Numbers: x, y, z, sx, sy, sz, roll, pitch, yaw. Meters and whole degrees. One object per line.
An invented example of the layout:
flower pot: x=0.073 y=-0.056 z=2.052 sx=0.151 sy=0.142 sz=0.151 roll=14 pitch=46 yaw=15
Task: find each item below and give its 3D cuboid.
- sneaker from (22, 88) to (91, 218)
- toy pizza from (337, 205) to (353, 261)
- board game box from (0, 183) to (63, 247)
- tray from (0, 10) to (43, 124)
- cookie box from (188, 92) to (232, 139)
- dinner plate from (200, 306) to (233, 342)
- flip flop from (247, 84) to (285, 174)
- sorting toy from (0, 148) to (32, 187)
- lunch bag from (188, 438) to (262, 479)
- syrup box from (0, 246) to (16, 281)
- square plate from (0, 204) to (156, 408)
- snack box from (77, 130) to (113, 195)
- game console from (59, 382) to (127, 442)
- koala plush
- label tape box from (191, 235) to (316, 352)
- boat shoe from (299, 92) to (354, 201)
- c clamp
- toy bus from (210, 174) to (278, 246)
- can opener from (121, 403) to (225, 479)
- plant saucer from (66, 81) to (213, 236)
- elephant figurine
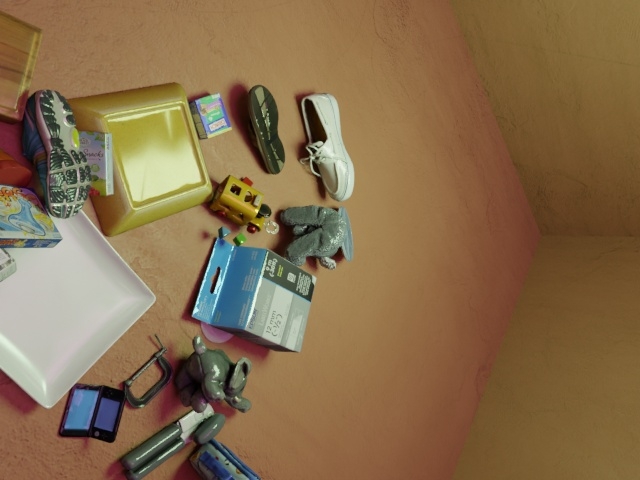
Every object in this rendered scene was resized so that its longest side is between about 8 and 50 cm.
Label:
sneaker: x=-0.575 y=-0.180 z=1.100 sx=0.107 sy=0.110 sz=0.275 roll=-12 pitch=93 yaw=-64
toy pizza: x=0.079 y=-0.022 z=1.803 sx=0.201 sy=0.032 sz=0.201 roll=-8 pitch=90 yaw=-76
board game box: x=-0.611 y=-0.049 z=0.982 sx=0.136 sy=0.035 sz=0.201 roll=55 pitch=12 yaw=9
tray: x=-0.755 y=-0.384 z=0.934 sx=0.411 sy=0.076 sz=0.202 roll=17 pitch=80 yaw=-46
cookie box: x=-0.308 y=-0.346 z=1.426 sx=0.092 sy=0.040 sz=0.107 roll=-35 pitch=116 yaw=-41
dinner plate: x=-0.285 y=0.229 z=1.487 sx=0.141 sy=0.017 sz=0.141 roll=0 pitch=90 yaw=-47
flip flop: x=-0.175 y=-0.329 z=1.548 sx=0.112 sy=0.080 sz=0.277 roll=-49 pitch=139 yaw=-39
sorting toy: x=-0.752 y=-0.124 z=0.949 sx=0.366 sy=0.127 sz=0.126 roll=-23 pitch=78 yaw=-41
lunch bag: x=-0.216 y=0.662 z=1.365 sx=0.115 sy=0.303 sz=0.243 roll=-42 pitch=121 yaw=-27
syrup box: x=-0.693 y=0.084 z=0.932 sx=0.093 sy=0.096 sz=0.237 roll=50 pitch=58 yaw=-7
square plate: x=-0.593 y=0.131 z=1.137 sx=0.344 sy=0.049 sz=0.347 roll=-51 pitch=125 yaw=-33
snack box: x=-0.524 y=-0.174 z=1.153 sx=0.037 sy=0.100 sz=0.141 roll=-79 pitch=172 yaw=-80
game console: x=-0.530 y=0.406 z=1.198 sx=0.071 sy=0.107 sz=0.122 roll=42 pitch=59 yaw=-71
koala plush: x=0.000 y=0.000 z=1.671 sx=0.221 sy=0.203 sz=0.196 roll=57 pitch=23 yaw=-65
label tape box: x=-0.180 y=0.164 z=1.510 sx=0.348 sy=0.115 sz=0.249 roll=35 pitch=60 yaw=-43
boat shoe: x=0.003 y=-0.302 z=1.686 sx=0.156 sy=0.136 sz=0.367 roll=-17 pitch=101 yaw=-45
c clamp: x=-0.447 y=0.344 z=1.320 sx=0.160 sy=0.022 sz=0.137 roll=-51 pitch=130 yaw=-34
toy bus: x=-0.207 y=-0.099 z=1.457 sx=0.202 sy=0.104 sz=0.191 roll=-21 pitch=84 yaw=-39
can opener: x=-0.374 y=0.526 z=1.343 sx=0.283 sy=0.095 sz=0.076 roll=-26 pitch=109 yaw=-50
plant saucer: x=-0.423 y=-0.214 z=1.282 sx=0.333 sy=0.081 sz=0.332 roll=-28 pitch=111 yaw=-42
elephant figurine: x=-0.271 y=0.380 z=1.428 sx=0.186 sy=0.169 sz=0.239 roll=-50 pitch=150 yaw=21
